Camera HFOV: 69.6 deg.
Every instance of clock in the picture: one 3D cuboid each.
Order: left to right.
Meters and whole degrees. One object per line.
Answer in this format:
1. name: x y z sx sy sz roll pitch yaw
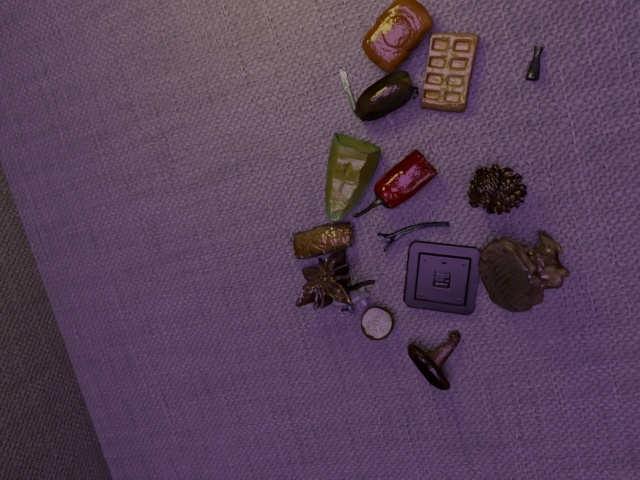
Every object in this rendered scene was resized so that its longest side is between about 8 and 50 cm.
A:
1. clock: 0.471 0.147 1.795 0.279 0.049 0.273 6 102 14

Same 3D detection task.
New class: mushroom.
1. mushroom: 0.487 0.459 1.826 0.218 0.148 0.227 -40 94 3

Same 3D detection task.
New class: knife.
1. knife: 0.106 -0.576 1.773 0.030 0.014 0.207 -15 95 18

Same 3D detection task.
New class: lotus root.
1. lotus root: 0.232 -0.527 1.687 0.241 0.124 0.123 -27 113 17

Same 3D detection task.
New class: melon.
1. melon: 0.094 -0.234 1.789 0.196 0.124 0.323 22 112 12

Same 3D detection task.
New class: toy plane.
1. toy plane: 0.117 0.235 1.897 0.174 0.080 0.173 -2 82 19

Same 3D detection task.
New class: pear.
1. pear: 0.229 0.335 1.875 0.141 0.104 0.141 0 82 1

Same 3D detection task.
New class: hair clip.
1. hair clip: 0.362 -0.034 1.792 0.275 0.048 0.083 -20 91 17

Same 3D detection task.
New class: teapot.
1. teapot: 0.735 -0.606 1.574 0.043 0.043 0.110 11 101 13

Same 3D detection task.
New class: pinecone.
1. pinecone: 0.628 -0.179 1.631 0.195 0.150 0.179 16 104 12

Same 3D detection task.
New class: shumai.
1. shumai: 0.742 0.096 1.661 0.267 0.263 0.314 53 157 37

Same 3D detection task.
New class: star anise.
1. star anise: 0.045 0.169 1.837 0.350 0.109 0.292 -33 53 18

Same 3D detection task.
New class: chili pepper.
1. chili pepper: 0.272 -0.190 1.741 0.338 0.131 0.134 -43 113 15

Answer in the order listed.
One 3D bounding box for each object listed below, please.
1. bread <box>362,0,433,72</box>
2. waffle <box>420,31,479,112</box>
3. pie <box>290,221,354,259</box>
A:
1. bread: 0.272 -0.730 1.639 0.174 0.121 0.245 47 107 4
2. waffle: 0.457 -0.602 1.644 0.168 0.057 0.274 10 103 13
3. pie: 0.000 0.000 1.882 0.283 0.068 0.128 -14 80 26
